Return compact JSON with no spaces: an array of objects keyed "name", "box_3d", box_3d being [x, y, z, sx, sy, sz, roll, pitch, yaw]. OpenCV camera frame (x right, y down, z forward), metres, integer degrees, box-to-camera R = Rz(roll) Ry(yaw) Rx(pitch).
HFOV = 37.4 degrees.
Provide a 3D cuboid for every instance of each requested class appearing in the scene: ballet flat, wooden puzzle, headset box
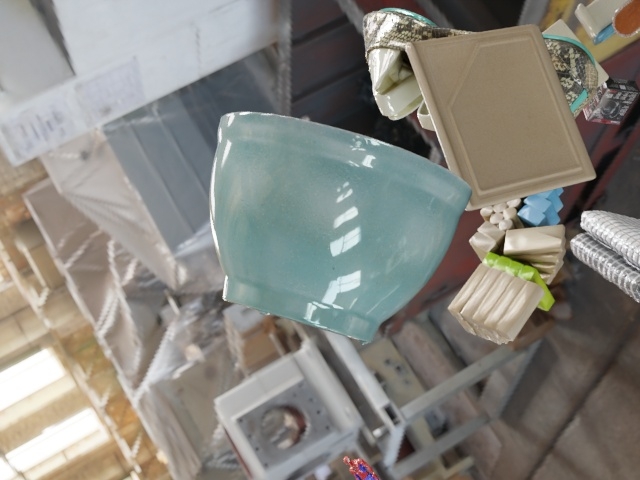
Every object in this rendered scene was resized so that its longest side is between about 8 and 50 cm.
[{"name":"ballet flat","box_3d":[0.192,-0.251,1.464,0.483,0.182,0.164,24,162,46]},{"name":"wooden puzzle","box_3d":[0.226,-0.158,1.194,0.044,0.239,0.221,-31,75,57]},{"name":"headset box","box_3d":[0.483,-0.230,1.578,0.083,0.062,0.032,110,160,-49]}]

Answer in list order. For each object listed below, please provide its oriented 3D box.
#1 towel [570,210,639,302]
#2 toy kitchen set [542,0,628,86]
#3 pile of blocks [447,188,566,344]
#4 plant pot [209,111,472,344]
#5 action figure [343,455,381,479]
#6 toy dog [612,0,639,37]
[{"name":"towel","box_3d":[0.634,0.047,1.730,0.235,0.284,0.121,-128,51,-66]},{"name":"toy kitchen set","box_3d":[0.467,-0.333,1.554,0.122,0.207,0.166,53,-173,5]},{"name":"pile of blocks","box_3d":[0.301,0.004,1.378,0.149,0.362,0.112,-3,145,32]},{"name":"plant pot","box_3d":[0.000,0.000,1.053,0.293,0.196,0.293,17,175,2]},{"name":"action figure","box_3d":[0.085,0.407,1.607,0.115,0.038,0.030,40,-155,10]},{"name":"toy dog","box_3d":[0.399,-0.389,1.322,0.334,0.161,0.220,21,159,44]}]
